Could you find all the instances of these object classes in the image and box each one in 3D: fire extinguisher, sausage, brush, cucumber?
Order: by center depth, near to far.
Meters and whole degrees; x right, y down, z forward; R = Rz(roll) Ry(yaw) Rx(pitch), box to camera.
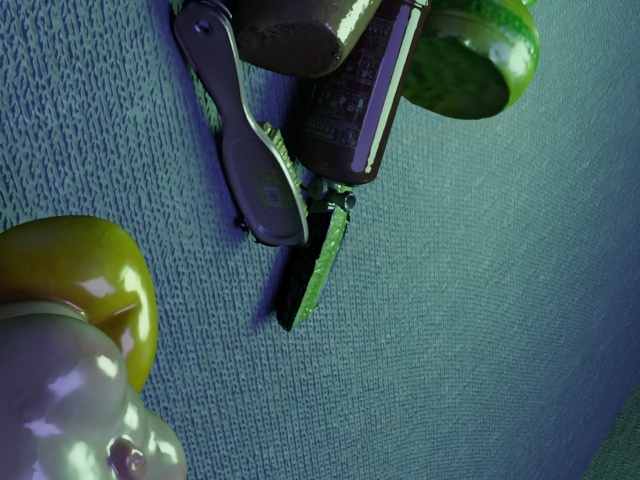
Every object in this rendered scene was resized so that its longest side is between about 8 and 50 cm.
[{"bbox_3d":[0.015,-0.273,0.954,0.253,0.123,0.123,-62,149,-15],"label":"sausage"},{"bbox_3d":[-0.072,-0.115,0.974,0.313,0.071,0.067,70,25,-43],"label":"brush"},{"bbox_3d":[0.034,-0.147,1.069,0.104,0.104,0.269,5,103,-59],"label":"fire extinguisher"},{"bbox_3d":[0.000,0.000,1.164,0.070,0.046,0.220,19,92,-62],"label":"cucumber"}]

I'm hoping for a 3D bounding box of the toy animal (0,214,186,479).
[{"bbox_3d":[-0.203,0.101,0.611,0.277,0.247,0.345,-40,127,-14],"label":"toy animal"}]

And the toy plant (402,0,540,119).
[{"bbox_3d":[0.198,-0.316,1.199,0.224,0.184,0.316,38,62,-41],"label":"toy plant"}]
